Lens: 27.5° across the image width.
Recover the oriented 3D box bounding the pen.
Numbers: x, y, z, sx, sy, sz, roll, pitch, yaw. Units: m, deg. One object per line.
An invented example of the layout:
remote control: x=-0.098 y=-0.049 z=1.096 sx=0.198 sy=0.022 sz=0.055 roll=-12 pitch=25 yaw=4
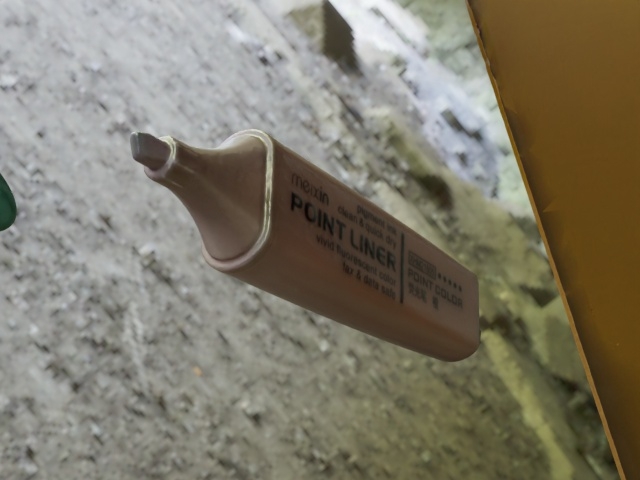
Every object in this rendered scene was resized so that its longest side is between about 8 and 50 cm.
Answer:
pen: x=0.000 y=0.000 z=0.485 sx=0.197 sy=0.032 sz=0.053 roll=27 pitch=58 yaw=-47

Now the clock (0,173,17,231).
clock: x=-0.255 y=0.011 z=0.692 sx=0.148 sy=0.188 sz=0.060 roll=35 pitch=12 yaw=-4

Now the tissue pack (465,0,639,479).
tissue pack: x=0.188 y=0.004 z=0.433 sx=0.274 sy=0.194 sz=0.145 roll=72 pitch=20 yaw=-4
